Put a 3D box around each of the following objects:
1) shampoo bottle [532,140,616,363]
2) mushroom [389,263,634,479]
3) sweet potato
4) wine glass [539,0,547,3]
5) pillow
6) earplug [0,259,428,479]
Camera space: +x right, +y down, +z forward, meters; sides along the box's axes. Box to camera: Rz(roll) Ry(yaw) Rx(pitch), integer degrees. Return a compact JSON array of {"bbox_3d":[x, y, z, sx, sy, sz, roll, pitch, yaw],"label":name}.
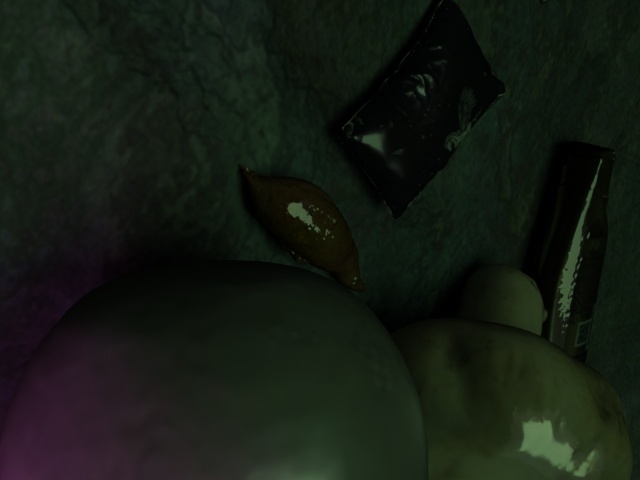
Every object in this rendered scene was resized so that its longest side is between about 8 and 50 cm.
[{"bbox_3d":[0.347,0.039,1.077,0.126,0.084,0.350,-13,114,-44],"label":"shampoo bottle"},{"bbox_3d":[0.184,0.177,0.879,0.336,0.315,0.314,-67,147,-49],"label":"mushroom"},{"bbox_3d":[0.004,0.001,0.739,0.068,0.068,0.226,-57,136,-12],"label":"sweet potato"},{"bbox_3d":[0.172,-0.336,0.718,0.232,0.156,0.156,10,98,-43],"label":"wine glass"},{"bbox_3d":[0.111,-0.136,0.799,0.208,0.055,0.141,-53,126,-17],"label":"pillow"},{"bbox_3d":[-0.073,0.212,0.564,0.313,0.313,0.393,-5,96,-44],"label":"earplug"}]
